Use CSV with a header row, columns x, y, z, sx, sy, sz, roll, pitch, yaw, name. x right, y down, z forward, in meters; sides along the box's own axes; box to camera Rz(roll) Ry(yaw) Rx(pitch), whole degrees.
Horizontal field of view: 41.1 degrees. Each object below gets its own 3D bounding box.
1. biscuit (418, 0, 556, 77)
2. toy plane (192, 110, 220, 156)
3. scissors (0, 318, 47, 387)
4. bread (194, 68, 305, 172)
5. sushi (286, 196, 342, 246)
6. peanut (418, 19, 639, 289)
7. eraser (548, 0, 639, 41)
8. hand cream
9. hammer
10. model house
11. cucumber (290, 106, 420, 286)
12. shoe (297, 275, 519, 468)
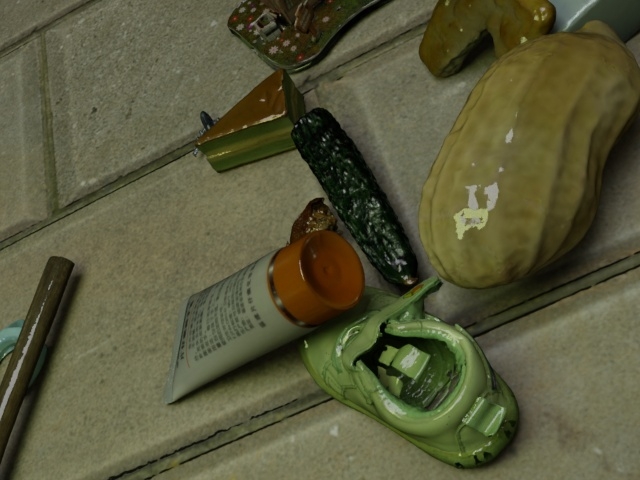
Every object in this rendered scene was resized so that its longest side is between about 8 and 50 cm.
x,y,z,sx,sy,sz,roll,pitch,yaw,name
0.193,-0.248,1.013,0.183,0.038,0.174,58,138,39,biscuit
-0.150,-0.150,1.193,0.078,0.031,0.083,-33,52,5,toy plane
-0.456,0.267,1.087,0.191,0.029,0.361,-9,57,17,scissors
-0.094,-0.158,1.144,0.139,0.074,0.084,-17,55,19,bread
-0.003,-0.001,1.006,0.060,0.061,0.118,-38,54,37,sushi
0.220,-0.097,0.878,0.174,0.158,0.340,26,78,4,peanut
0.275,-0.347,1.053,0.189,0.104,0.290,-36,52,6,eraser
-0.087,0.087,0.936,0.314,0.089,0.140,-25,48,44,hand cream
-0.382,0.184,1.072,0.111,0.043,0.366,10,63,5,hammer
-0.013,-0.405,1.206,0.294,0.154,0.207,-41,50,-2,model house
0.045,-0.047,1.010,0.067,0.067,0.294,-33,53,5,cucumber
0.086,0.116,0.864,0.140,0.128,0.262,-41,53,-19,shoe
